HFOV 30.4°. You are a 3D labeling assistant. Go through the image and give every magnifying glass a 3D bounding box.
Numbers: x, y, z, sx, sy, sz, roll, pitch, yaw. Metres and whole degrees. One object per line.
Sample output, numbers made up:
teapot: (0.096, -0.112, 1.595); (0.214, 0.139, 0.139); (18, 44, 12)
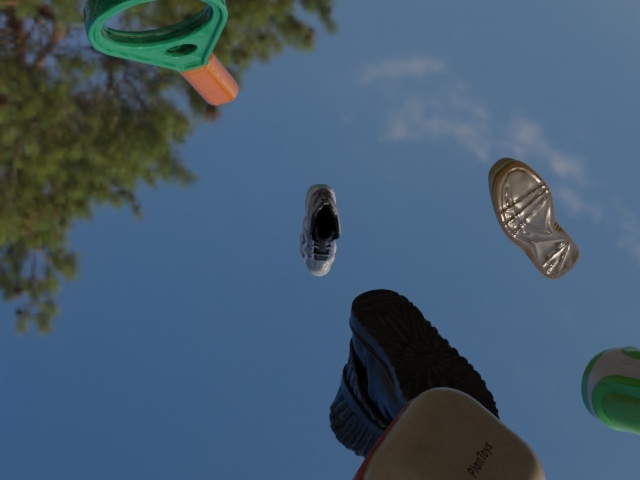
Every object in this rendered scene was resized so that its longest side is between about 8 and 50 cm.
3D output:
magnifying glass: (-0.097, -0.137, 0.825); (0.092, 0.231, 0.026); (-15, -102, 6)

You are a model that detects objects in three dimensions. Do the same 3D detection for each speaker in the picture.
speaker: (0.489, 0.219, 1.598); (0.131, 0.131, 0.296); (-12, -172, -24)

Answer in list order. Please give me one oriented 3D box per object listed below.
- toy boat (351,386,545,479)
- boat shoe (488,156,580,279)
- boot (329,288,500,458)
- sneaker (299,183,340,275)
toy boat: (0.092, 0.243, 1.032); (0.151, 0.151, 0.231); (40, -152, 7)
boat shoe: (0.163, -0.021, 0.945); (0.050, 0.135, 0.045); (-36, -139, -1)
boot: (0.131, 0.266, 1.724); (0.131, 0.260, 0.348); (-7, -141, -21)
sneaker: (0.000, 0.000, 1.154); (0.038, 0.098, 0.069); (-4, -156, -5)
